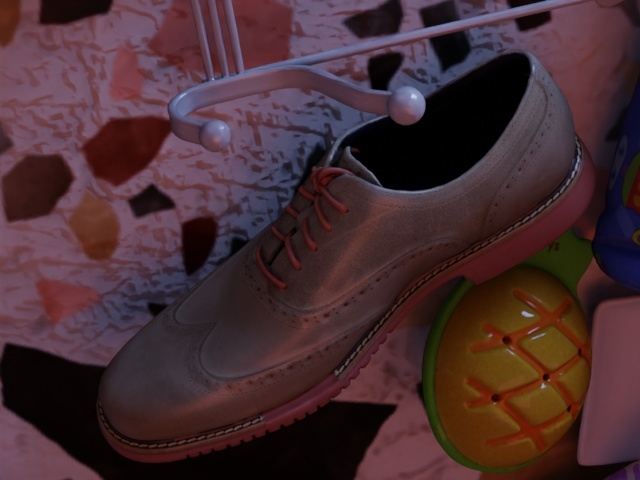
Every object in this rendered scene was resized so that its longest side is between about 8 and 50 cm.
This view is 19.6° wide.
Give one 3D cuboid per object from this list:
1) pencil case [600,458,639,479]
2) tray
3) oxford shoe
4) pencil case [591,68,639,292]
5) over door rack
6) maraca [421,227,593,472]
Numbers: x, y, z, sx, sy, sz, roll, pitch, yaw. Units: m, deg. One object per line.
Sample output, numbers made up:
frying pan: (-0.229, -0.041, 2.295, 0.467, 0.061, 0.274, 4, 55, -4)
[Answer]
pencil case: (0.199, 0.223, 1.329, 0.206, 0.088, 0.086, -32, 112, 18)
tray: (0.312, 0.080, 1.334, 0.270, 0.030, 0.145, -7, 123, -14)
oxford shoe: (0.000, 0.000, 1.118, 0.348, 0.123, 0.130, -36, 140, -7)
pencil case: (0.257, -0.094, 1.147, 0.119, 0.133, 0.306, 2, 119, -15)
over door rack: (0.056, -0.198, 1.011, 0.324, 0.108, 0.239, -20, 126, -16)
maraca: (0.127, 0.063, 1.227, 0.127, 0.099, 0.185, 9, 92, -31)
